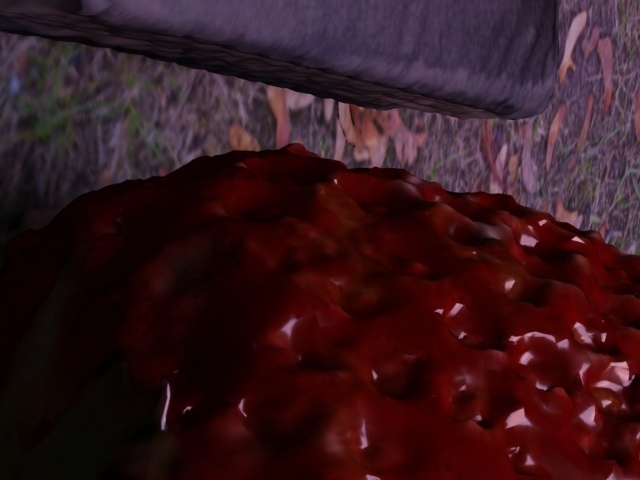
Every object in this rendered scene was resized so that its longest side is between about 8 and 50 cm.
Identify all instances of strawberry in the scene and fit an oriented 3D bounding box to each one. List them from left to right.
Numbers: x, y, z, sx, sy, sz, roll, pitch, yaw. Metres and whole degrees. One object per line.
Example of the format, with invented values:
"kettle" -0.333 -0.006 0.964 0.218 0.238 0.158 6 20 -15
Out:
"strawberry" 0.011 0.118 0.578 0.310 0.292 0.291 18 82 -36

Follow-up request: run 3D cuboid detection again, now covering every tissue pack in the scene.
"tissue pack" -0.002 -0.207 0.653 0.394 0.124 0.288 3 96 -63
